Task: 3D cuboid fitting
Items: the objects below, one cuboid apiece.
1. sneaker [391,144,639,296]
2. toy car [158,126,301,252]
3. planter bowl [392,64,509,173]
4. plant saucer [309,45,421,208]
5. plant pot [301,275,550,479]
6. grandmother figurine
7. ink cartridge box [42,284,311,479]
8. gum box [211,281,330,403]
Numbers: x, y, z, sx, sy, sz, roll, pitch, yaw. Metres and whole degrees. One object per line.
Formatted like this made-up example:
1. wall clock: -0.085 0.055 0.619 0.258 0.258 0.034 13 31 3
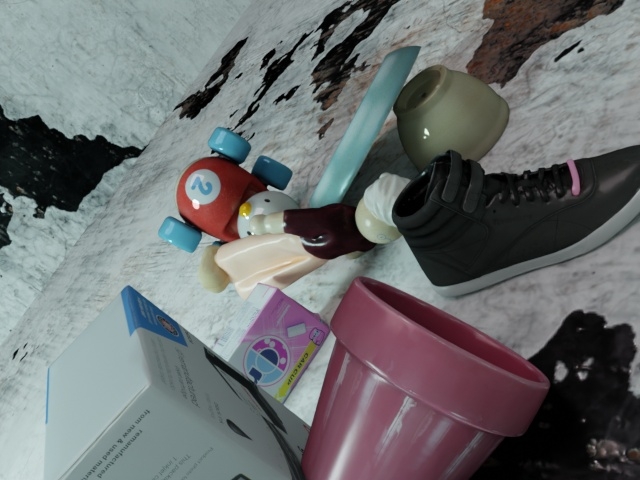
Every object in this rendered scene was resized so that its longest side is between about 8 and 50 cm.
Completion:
1. sneaker: 0.205 -0.048 0.765 0.296 0.147 0.104 -29 31 32
2. toy car: -0.116 -0.045 1.209 0.238 0.210 0.219 24 85 50
3. planter bowl: 0.174 -0.183 1.033 0.162 0.109 0.162 -36 29 24
4. plant saucer: 0.059 -0.162 1.097 0.317 0.044 0.317 -62 2 3
5. plant pot: 0.079 0.157 0.655 0.180 0.201 0.201 -64 26 5
6. grandmother figurine: 0.000 0.000 0.972 0.342 0.208 0.104 -22 77 37
7. ink cartridge box: -0.107 0.213 0.708 0.129 0.307 0.223 -47 26 -2
8. gum box: -0.081 0.157 0.965 0.188 0.107 0.062 -56 28 -14
